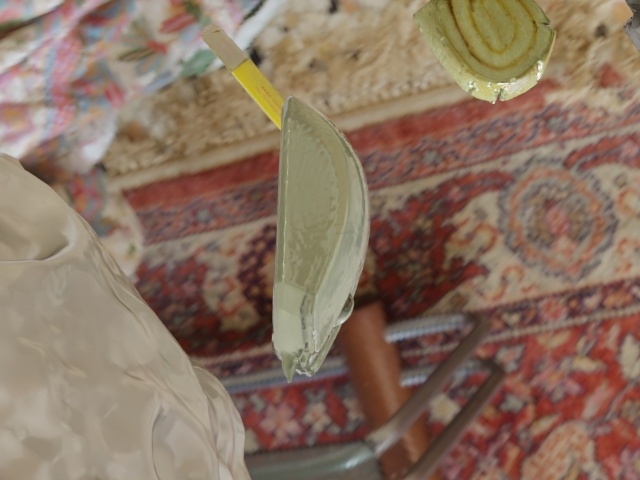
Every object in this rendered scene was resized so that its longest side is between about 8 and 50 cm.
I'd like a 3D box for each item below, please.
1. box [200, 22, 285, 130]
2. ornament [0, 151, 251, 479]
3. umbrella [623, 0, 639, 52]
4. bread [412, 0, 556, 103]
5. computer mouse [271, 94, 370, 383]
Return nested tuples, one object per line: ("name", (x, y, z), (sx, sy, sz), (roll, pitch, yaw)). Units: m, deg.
("box", (-0.058, -0.138, 1.510), (0.023, 0.155, 0.087), (-43, 113, 2))
("ornament", (-0.176, 0.127, 0.544), (0.337, 0.337, 0.337), (9, 113, 23))
("umbrella", (0.350, -0.106, 1.469), (0.073, 0.067, 0.337), (-34, 84, -10))
("bread", (0.177, -0.224, 1.861), (0.156, 0.117, 0.064), (55, 163, 13))
("computer mouse", (0.000, 0.000, 0.989), (0.056, 0.181, 0.089), (0, 148, 3))
